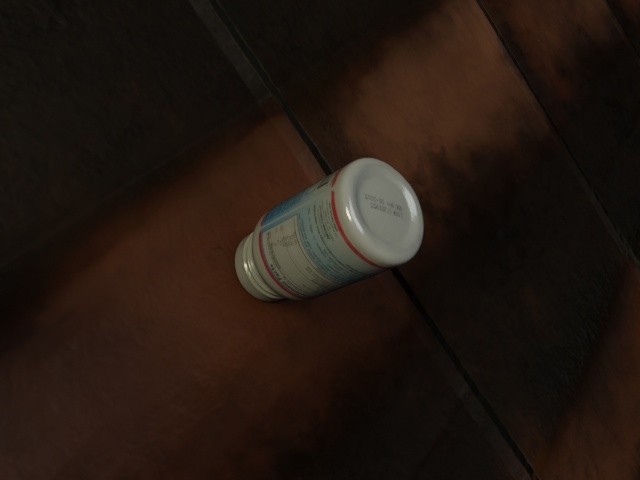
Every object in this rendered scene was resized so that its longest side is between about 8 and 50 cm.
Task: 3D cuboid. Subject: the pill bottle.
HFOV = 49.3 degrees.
[{"bbox_3d":[0.000,0.000,0.576,0.087,0.160,0.087,18,61,-36],"label":"pill bottle"}]
